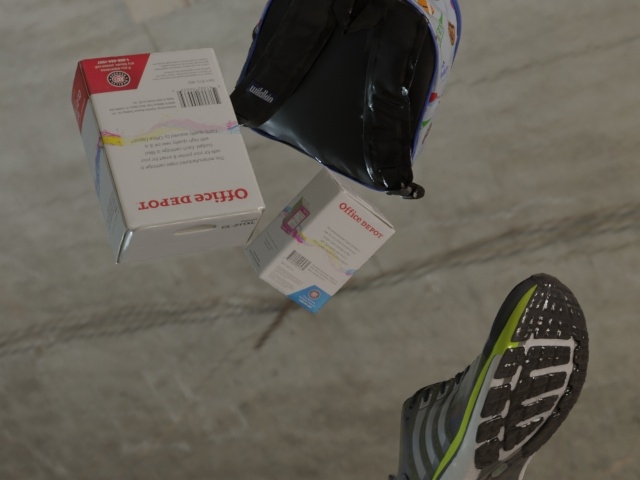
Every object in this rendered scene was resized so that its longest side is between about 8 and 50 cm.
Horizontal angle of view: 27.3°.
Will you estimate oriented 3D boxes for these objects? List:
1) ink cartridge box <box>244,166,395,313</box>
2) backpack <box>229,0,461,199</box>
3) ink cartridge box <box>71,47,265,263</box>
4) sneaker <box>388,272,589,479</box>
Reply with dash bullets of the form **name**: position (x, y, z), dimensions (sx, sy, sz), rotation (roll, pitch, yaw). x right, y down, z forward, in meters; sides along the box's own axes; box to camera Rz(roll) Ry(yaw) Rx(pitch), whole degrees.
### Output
- **ink cartridge box**: position (0.000, 0.000, 1.324), dimensions (0.122, 0.088, 0.052), rotation (-45, -140, 11)
- **backpack**: position (0.045, -0.223, 1.562), dimensions (0.277, 0.263, 0.213), rotation (23, -133, 1)
- **ink cartridge box**: position (-0.138, -0.076, 1.172), dimensions (0.128, 0.175, 0.072), rotation (-8, 155, -23)
- **sneaker**: position (0.128, 0.149, 1.141), dimensions (0.111, 0.299, 0.121), rotation (2, -148, -36)
